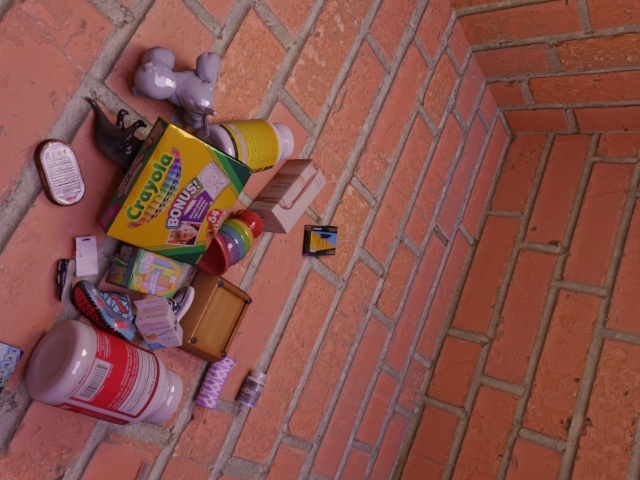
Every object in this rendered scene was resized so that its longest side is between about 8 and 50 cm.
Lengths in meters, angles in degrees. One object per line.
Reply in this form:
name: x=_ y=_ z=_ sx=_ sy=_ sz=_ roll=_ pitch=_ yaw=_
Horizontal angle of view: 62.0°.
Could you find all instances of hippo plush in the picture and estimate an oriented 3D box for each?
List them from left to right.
hippo plush: x=-0.451 y=-0.457 z=1.634 sx=0.237 sy=0.234 sz=0.294 roll=12 pitch=59 yaw=-22

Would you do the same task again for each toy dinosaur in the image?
toy dinosaur: x=-0.570 y=-0.280 z=1.554 sx=0.160 sy=0.121 sz=0.313 roll=-54 pitch=130 yaw=-20

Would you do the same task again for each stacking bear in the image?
stacking bear: x=-0.310 y=-0.014 z=1.890 sx=0.164 sy=0.175 sz=0.289 roll=56 pitch=40 yaw=-11

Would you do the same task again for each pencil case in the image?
pencil case: x=-0.381 y=0.514 z=1.951 sx=0.086 sy=0.088 sz=0.206 roll=89 pitch=23 yaw=-77

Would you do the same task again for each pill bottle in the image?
pill bottle: x=-0.608 y=0.405 z=1.556 sx=0.408 sy=0.229 sz=0.228 roll=42 pitch=65 yaw=-45
pill bottle: x=-0.257 y=-0.327 z=1.867 sx=0.334 sy=0.188 sz=0.187 roll=-21 pitch=113 yaw=-45
pill bottle: x=-0.269 y=0.584 z=2.104 sx=0.078 sy=0.078 sz=0.137 roll=42 pitch=65 yaw=-45

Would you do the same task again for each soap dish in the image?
soap dish: x=-0.382 y=0.270 z=1.883 sx=0.229 sy=0.118 sz=0.290 roll=42 pitch=64 yaw=-45

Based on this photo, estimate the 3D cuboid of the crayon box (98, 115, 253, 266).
crayon box: x=-0.425 y=-0.135 z=1.596 sx=0.313 sy=0.106 sz=0.362 roll=26 pitch=98 yaw=-45

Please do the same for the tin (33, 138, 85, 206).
tin: x=-0.717 y=-0.185 z=1.471 sx=0.106 sy=0.040 sz=0.189 roll=-26 pitch=116 yaw=-39

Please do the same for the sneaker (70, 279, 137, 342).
sneaker: x=-0.640 y=0.194 z=1.604 sx=0.261 sy=0.104 sz=0.125 roll=66 pitch=34 yaw=-40

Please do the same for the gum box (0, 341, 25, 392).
gum box: x=-0.887 y=0.321 z=1.358 sx=0.184 sy=0.041 sz=0.156 roll=40 pitch=66 yaw=-45

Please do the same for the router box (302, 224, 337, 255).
router box: x=0.000 y=0.000 z=2.338 sx=0.179 sy=0.046 sz=0.133 roll=0 pitch=97 yaw=-50

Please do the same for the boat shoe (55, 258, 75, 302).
boat shoe: x=-0.728 y=0.113 z=1.509 sx=0.046 sy=0.038 sz=0.125 roll=-99 pitch=-160 yaw=-84

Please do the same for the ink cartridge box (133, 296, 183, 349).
ink cartridge box: x=-0.509 y=0.261 z=1.666 sx=0.061 sy=0.105 sz=0.181 roll=-99 pitch=179 yaw=-47

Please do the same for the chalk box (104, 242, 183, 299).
chalk box: x=-0.557 y=0.091 z=1.634 sx=0.213 sy=0.132 sz=0.131 roll=25 pitch=78 yaw=-48

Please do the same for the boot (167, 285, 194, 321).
boot: x=-0.499 y=0.224 z=1.772 sx=0.086 sy=0.069 sz=0.189 roll=41 pitch=70 yaw=-41

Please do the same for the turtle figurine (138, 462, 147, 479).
turtle figurine: x=-0.614 y=0.908 z=1.668 sx=0.275 sy=0.198 sz=0.266 roll=-15 pitch=112 yaw=-44

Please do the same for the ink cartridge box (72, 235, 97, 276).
ink cartridge box: x=-0.687 y=0.044 z=1.552 sx=0.063 sy=0.029 sz=0.115 roll=-8 pitch=102 yaw=-48

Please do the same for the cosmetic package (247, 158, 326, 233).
cosmetic package: x=-0.128 y=-0.176 z=2.077 sx=0.296 sy=0.153 sz=0.129 roll=-56 pitch=132 yaw=-29
